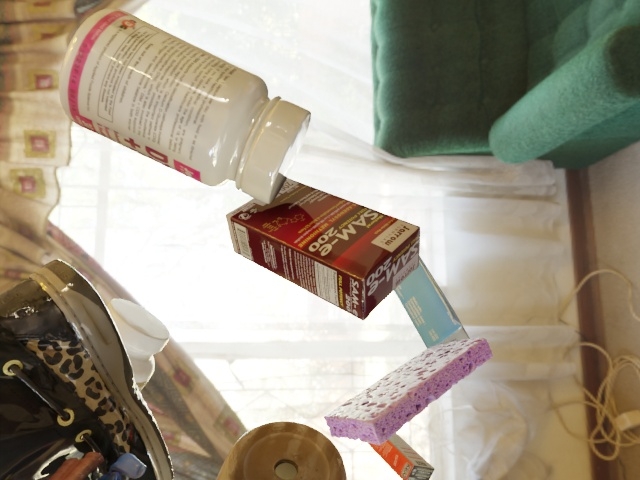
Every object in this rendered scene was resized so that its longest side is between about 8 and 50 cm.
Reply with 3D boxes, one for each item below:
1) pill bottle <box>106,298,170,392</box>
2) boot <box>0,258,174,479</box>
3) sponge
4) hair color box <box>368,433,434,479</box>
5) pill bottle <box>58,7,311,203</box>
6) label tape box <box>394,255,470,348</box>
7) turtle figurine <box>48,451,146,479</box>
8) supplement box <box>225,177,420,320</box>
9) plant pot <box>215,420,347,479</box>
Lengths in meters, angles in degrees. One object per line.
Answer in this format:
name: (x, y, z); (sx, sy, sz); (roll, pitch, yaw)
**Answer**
pill bottle: (-0.400, 0.247, 0.900); (0.264, 0.153, 0.153); (-54, 7, 1)
boot: (-0.318, 0.239, 0.504); (0.284, 0.138, 0.377); (-32, -53, -41)
sponge: (0.114, 0.188, 0.639); (0.117, 0.210, 0.031); (-31, 83, 58)
hair color box: (0.169, 0.461, 1.070); (0.141, 0.072, 0.043); (26, 90, 57)
pill bottle: (-0.166, -0.167, 0.650); (0.160, 0.283, 0.160); (25, -90, -90)
label tape box: (0.278, 0.173, 1.305); (0.348, 0.115, 0.249); (43, -163, -56)
turtle figurine: (-0.200, 0.337, 0.387); (0.266, 0.198, 0.274); (80, -149, -86)
supplement box: (0.000, 0.000, 0.680); (0.130, 0.239, 0.073); (-38, -42, -36)
plant pot: (-0.074, 0.475, 0.836); (0.323, 0.323, 0.280); (-98, 15, -62)
